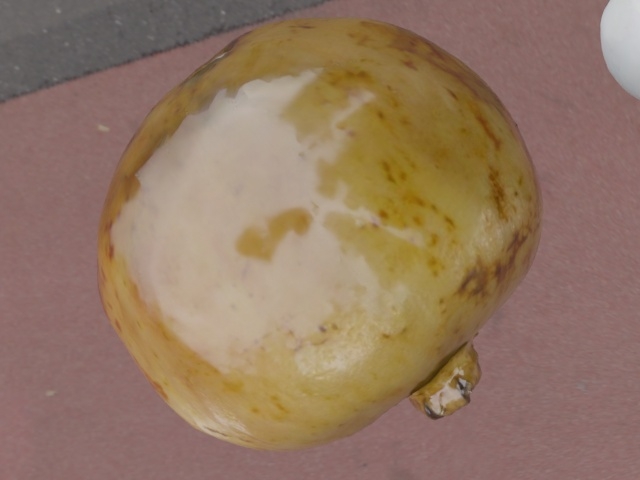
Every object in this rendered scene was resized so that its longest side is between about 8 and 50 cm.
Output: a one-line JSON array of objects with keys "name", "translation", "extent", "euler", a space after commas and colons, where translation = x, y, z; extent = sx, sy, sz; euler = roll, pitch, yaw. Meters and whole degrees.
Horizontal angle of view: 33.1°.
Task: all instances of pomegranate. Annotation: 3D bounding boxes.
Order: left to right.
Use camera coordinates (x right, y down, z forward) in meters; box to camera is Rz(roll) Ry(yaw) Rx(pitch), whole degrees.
[{"name": "pomegranate", "translation": [0.000, 0.000, 0.591], "extent": [0.248, 0.248, 0.248], "euler": [-4, 81, 24]}]

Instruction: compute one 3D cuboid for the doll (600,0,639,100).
[{"name": "doll", "translation": [0.335, -0.181, 0.430], "extent": [0.365, 0.187, 0.376], "euler": [17, 81, 23]}]
